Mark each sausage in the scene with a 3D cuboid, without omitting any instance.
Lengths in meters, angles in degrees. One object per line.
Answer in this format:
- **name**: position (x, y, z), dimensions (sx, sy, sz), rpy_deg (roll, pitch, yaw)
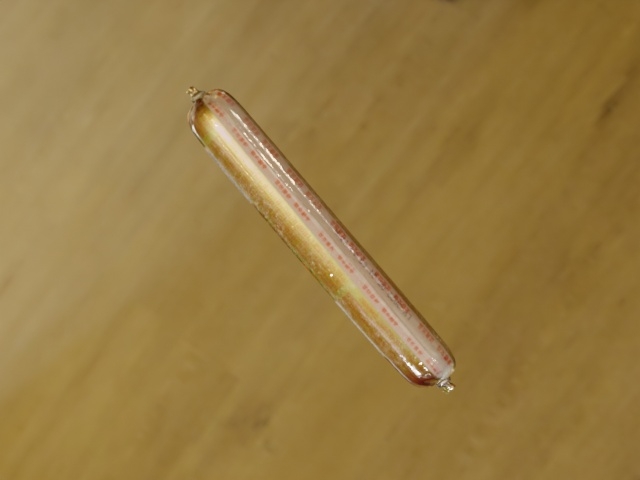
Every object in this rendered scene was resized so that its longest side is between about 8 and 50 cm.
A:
- **sausage**: position (0.000, 0.000, 0.491), dimensions (0.015, 0.100, 0.015), rpy_deg (-41, 2, 2)
